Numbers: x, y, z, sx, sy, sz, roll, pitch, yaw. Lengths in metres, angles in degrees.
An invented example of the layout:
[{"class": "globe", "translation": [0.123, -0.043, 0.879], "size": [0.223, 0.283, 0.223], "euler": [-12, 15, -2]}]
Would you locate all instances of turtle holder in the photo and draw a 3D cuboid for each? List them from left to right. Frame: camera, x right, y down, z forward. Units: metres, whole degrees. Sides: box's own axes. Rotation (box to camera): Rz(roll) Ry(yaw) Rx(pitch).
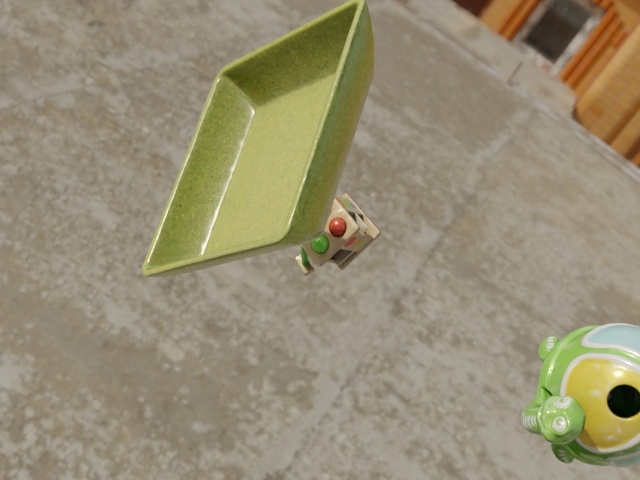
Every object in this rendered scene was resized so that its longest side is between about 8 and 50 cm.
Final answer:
[{"class": "turtle holder", "translation": [0.477, 0.243, 1.654], "size": [0.320, 0.243, 0.227], "euler": [22, -18, -25]}]

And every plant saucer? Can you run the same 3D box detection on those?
[{"class": "plant saucer", "translation": [-0.036, -0.059, 0.719], "size": [0.045, 0.188, 0.188], "euler": [31, 64, -30]}]

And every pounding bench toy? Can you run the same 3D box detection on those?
[{"class": "pounding bench toy", "translation": [0.000, 0.000, 0.928], "size": [0.052, 0.083, 0.065], "euler": [51, 16, 19]}]
